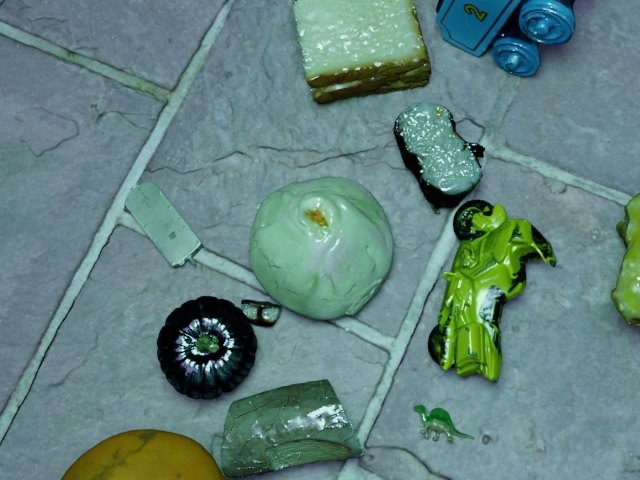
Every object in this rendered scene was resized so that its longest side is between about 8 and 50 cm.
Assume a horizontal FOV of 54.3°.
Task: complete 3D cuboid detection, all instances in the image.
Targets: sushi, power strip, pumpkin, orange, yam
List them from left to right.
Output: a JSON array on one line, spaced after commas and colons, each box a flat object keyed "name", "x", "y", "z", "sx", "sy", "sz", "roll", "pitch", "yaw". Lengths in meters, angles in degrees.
[{"name": "orange", "x": -0.300, "y": 0.474, "z": 1.051, "sx": 0.311, "sy": 0.312, "sz": 0.313, "roll": -1, "pitch": 76, "yaw": 6}, {"name": "power strip", "x": -0.326, "y": -0.030, "z": 1.313, "sx": 0.080, "sy": 0.029, "sz": 0.227, "roll": -39, "pitch": 75, "yaw": -6}, {"name": "pumpkin", "x": -0.217, "y": 0.202, "z": 1.190, "sx": 0.194, "sy": 0.150, "sz": 0.194, "roll": -10, "pitch": 54, "yaw": 14}, {"name": "sushi", "x": -0.121, "y": 0.146, "z": 1.250, "sx": 0.083, "sy": 0.044, "sz": 0.046, "roll": 10, "pitch": 99, "yaw": 10}, {"name": "yam", "x": -0.054, "y": 0.339, "z": 1.138, "sx": 0.254, "sy": 0.154, "sz": 0.154, "roll": -11, "pitch": 75, "yaw": 7}, {"name": "sushi", "x": 0.238, "y": -0.177, "z": 1.248, "sx": 0.147, "sy": 0.115, "sz": 0.213, "roll": -33, "pitch": 77, "yaw": 1}]

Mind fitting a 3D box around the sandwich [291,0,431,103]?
[{"name": "sandwich", "x": 0.076, "y": -0.467, "z": 1.330, "sx": 0.262, "sy": 0.131, "sz": 0.326, "roll": -11, "pitch": 78, "yaw": 4}]

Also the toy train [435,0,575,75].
[{"name": "toy train", "x": 0.373, "y": -0.481, "z": 1.213, "sx": 0.264, "sy": 0.300, "sz": 0.188, "roll": 30, "pitch": 80, "yaw": 1}]

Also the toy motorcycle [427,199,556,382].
[{"name": "toy motorcycle", "x": 0.319, "y": 0.088, "z": 1.163, "sx": 0.206, "sy": 0.142, "sz": 0.343, "roll": 3, "pitch": 73, "yaw": 46}]

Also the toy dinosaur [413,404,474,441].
[{"name": "toy dinosaur", "x": 0.230, "y": 0.344, "z": 1.167, "sx": 0.119, "sy": 0.029, "sz": 0.061, "roll": 12, "pitch": 61, "yaw": 6}]

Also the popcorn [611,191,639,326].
[{"name": "popcorn", "x": 0.685, "y": 0.028, "z": 1.055, "sx": 0.320, "sy": 0.326, "sz": 0.290, "roll": 11, "pitch": 113, "yaw": -10}]

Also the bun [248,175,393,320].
[{"name": "bun", "x": 0.000, "y": 0.000, "z": 1.192, "sx": 0.292, "sy": 0.187, "sz": 0.294, "roll": -1, "pitch": 78, "yaw": 4}]
